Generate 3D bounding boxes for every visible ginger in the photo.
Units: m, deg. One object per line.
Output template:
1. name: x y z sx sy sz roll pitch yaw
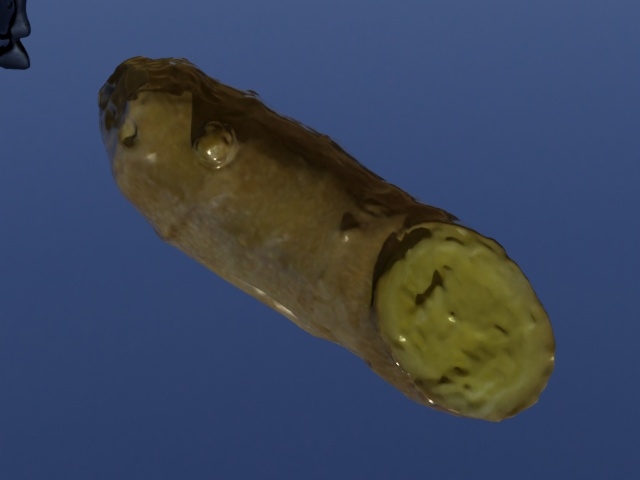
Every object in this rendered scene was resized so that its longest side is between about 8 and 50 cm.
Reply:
1. ginger: 0.000 0.000 1.144 0.354 0.190 0.126 35 -102 10

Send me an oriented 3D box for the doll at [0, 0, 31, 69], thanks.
1. doll: -0.299 -0.245 1.463 0.088 0.249 0.127 16 -128 24
